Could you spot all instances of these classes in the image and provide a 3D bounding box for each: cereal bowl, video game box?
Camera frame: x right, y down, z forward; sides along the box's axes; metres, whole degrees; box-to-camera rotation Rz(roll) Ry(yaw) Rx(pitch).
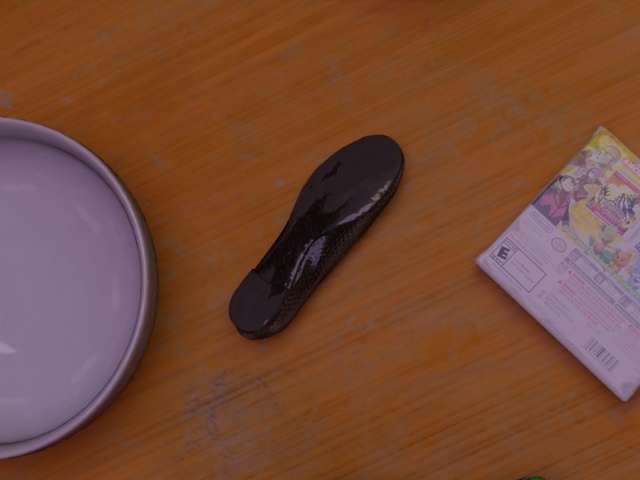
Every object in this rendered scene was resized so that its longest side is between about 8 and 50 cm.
[{"bbox_3d":[-0.319,0.051,1.775,0.339,0.141,0.339,-1,84,8],"label":"cereal bowl"},{"bbox_3d":[0.289,0.023,1.738,0.205,0.048,0.187,44,94,9],"label":"video game box"}]

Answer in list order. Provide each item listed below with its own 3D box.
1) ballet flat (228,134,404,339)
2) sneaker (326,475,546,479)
[{"bbox_3d":[0.000,0.000,1.783,0.084,0.058,0.250,34,84,31],"label":"ballet flat"},{"bbox_3d":[0.150,0.290,1.705,0.344,0.134,0.146,15,80,0],"label":"sneaker"}]
